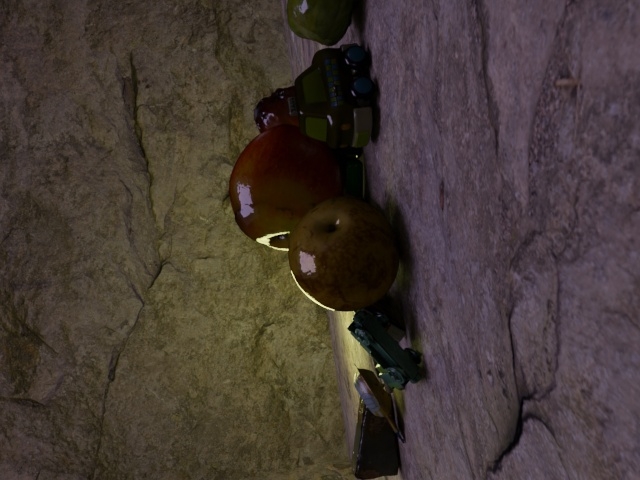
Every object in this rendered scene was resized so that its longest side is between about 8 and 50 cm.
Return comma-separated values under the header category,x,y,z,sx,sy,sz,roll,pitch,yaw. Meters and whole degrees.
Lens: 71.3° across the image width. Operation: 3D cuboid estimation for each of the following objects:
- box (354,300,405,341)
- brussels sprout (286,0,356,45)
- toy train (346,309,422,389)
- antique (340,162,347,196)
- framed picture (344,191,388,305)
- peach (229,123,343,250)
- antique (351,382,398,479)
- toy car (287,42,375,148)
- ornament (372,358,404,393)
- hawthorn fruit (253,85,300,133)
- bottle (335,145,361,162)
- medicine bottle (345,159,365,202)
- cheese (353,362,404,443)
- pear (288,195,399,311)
category,x,y,z,sx,sy,sz,roll,pitch,yaw
box,0.134,0.180,1.187,0.034,0.132,0.235,-57,14,7
brussels sprout,0.006,-0.572,1.043,0.223,0.161,0.224,-173,90,-84
toy train,0.139,0.247,1.016,0.200,0.083,0.132,49,153,6
antique,0.060,-0.247,1.487,0.080,0.081,0.221,87,172,-60
framed picture,0.130,0.019,1.253,0.209,0.019,0.282,-137,34,-63
peach,-0.096,-0.159,1.346,0.370,0.369,0.371,171,90,-85
antique,0.176,0.611,1.451,0.125,0.150,0.285,-132,42,-82
toy car,0.019,-0.346,1.089,0.204,0.197,0.248,93,169,-73
ornament,0.168,0.286,1.293,0.230,0.061,0.245,145,113,-86
hawthorn fruit,-0.149,-0.568,2.126,0.325,0.307,0.309,74,-176,-61
bottle,0.062,-0.350,1.304,0.082,0.072,0.245,-30,65,55
medicine bottle,0.102,-0.115,1.334,0.095,0.064,0.261,-127,29,-50
cheese,0.171,0.472,1.302,0.271,0.069,0.177,58,176,-12
pear,0.056,0.036,1.049,0.281,0.280,0.281,171,90,-85
